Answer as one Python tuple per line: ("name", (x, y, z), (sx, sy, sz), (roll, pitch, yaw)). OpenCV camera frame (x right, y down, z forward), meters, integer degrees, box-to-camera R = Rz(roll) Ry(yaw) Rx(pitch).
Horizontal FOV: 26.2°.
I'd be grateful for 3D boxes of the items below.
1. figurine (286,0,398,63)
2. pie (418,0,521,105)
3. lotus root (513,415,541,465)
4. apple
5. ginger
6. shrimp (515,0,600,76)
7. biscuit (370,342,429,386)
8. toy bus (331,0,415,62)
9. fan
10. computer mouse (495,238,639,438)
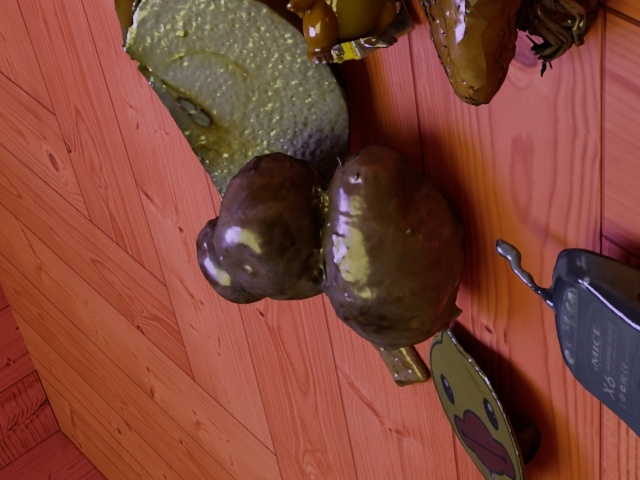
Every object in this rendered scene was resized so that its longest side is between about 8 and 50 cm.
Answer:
("figurine", (0.014, -0.254, 1.203), (0.122, 0.121, 0.176), (51, 146, 39))
("pie", (0.108, -0.240, 1.105), (0.273, 0.069, 0.273), (173, 90, -84))
("lotus root", (0.232, 0.238, 1.587), (0.030, 0.037, 0.083), (43, 154, 27))
("apple", (-0.086, -0.168, 1.512), (0.254, 0.179, 0.346), (35, 159, 55))
("ginger", (0.000, 0.000, 1.470), (0.304, 0.155, 0.244), (11, 142, 18))
("shrimp", (0.185, -0.190, 1.095), (0.073, 0.074, 0.190), (10, 156, 10))
("biscuit", (0.099, 0.149, 1.754), (0.081, 0.018, 0.083), (58, 156, -3))
("toy bus", (0.003, -0.282, 1.308), (0.226, 0.081, 0.074), (61, 158, -10))
("fan", (0.197, 0.249, 1.624), (0.335, 0.011, 0.229), (70, 167, -13))
("computer mouse", (0.292, 0.090, 1.228), (0.379, 0.090, 0.167), (44, 149, 41))
